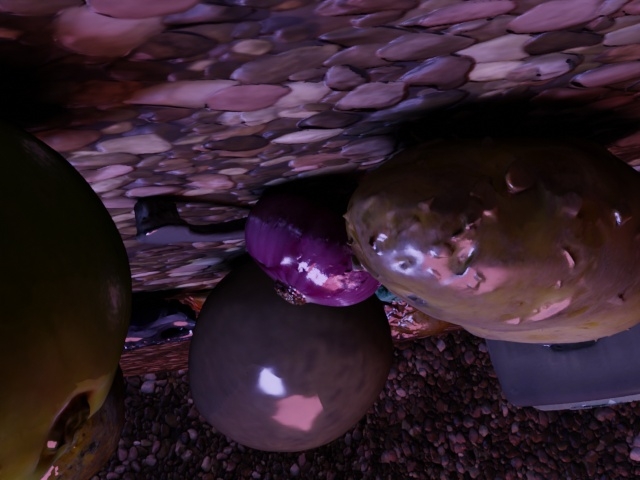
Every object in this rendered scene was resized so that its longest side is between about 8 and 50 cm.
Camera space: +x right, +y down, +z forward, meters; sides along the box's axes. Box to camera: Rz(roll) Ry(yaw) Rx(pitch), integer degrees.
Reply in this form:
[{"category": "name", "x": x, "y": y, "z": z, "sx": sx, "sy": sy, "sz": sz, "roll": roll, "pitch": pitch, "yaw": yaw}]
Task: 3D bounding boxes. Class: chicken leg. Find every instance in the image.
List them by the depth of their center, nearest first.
[{"category": "chicken leg", "x": 0.095, "y": 0.085, "z": 1.414, "sx": 0.322, "sy": 0.083, "sz": 0.177, "roll": -1, "pitch": -172, "yaw": 3}]

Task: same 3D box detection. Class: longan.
[{"category": "longan", "x": -0.028, "y": 0.113, "z": 1.117, "sx": 0.246, "sy": 0.215, "sz": 0.246, "roll": -45, "pitch": -173, "yaw": 7}]

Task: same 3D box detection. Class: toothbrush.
[{"category": "toothbrush", "x": -0.043, "y": -0.012, "z": 0.856, "sx": 0.030, "sy": 0.031, "sz": 0.297, "roll": -25, "pitch": 165, "yaw": 33}]

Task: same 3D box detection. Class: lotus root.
[{"category": "lotus root", "x": -0.386, "y": 0.236, "z": 1.416, "sx": 0.250, "sy": 0.250, "sz": 0.346, "roll": -8, "pitch": 176, "yaw": -5}]

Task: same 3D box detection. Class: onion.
[{"category": "onion", "x": 0.000, "y": 0.000, "z": 0.786, "sx": 0.104, "sy": 0.115, "sz": 0.115, "roll": -54, "pitch": 168, "yaw": 0}]

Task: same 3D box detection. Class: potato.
[{"category": "potato", "x": 0.135, "y": -0.003, "z": 0.716, "sx": 0.191, "sy": 0.141, "sz": 0.296, "roll": -11, "pitch": 167, "yaw": 38}]

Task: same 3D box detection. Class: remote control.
[{"category": "remote control", "x": -0.344, "y": 0.110, "z": 1.235, "sx": 0.398, "sy": 0.062, "sz": 0.144, "roll": -3, "pitch": 170, "yaw": -24}]

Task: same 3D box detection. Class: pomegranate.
[{"category": "pomegranate", "x": -0.196, "y": 0.030, "z": 0.495, "sx": 0.241, "sy": 0.190, "sz": 0.159, "roll": -15, "pitch": -166, "yaw": 28}]

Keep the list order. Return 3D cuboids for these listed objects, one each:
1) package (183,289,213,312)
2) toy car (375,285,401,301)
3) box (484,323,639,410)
[{"category": "package", "x": -0.099, "y": 0.089, "z": 1.341, "sx": 0.120, "sy": 0.031, "sz": 0.108, "roll": -10, "pitch": 146, "yaw": 28}, {"category": "toy car", "x": 0.209, "y": 0.003, "z": 0.956, "sx": 0.320, "sy": 0.097, "sz": 0.141, "roll": -5, "pitch": 170, "yaw": -25}, {"category": "box", "x": 0.330, "y": 0.083, "z": 1.219, "sx": 0.290, "sy": 0.221, "sz": 0.166, "roll": -18, "pitch": 179, "yaw": 44}]
